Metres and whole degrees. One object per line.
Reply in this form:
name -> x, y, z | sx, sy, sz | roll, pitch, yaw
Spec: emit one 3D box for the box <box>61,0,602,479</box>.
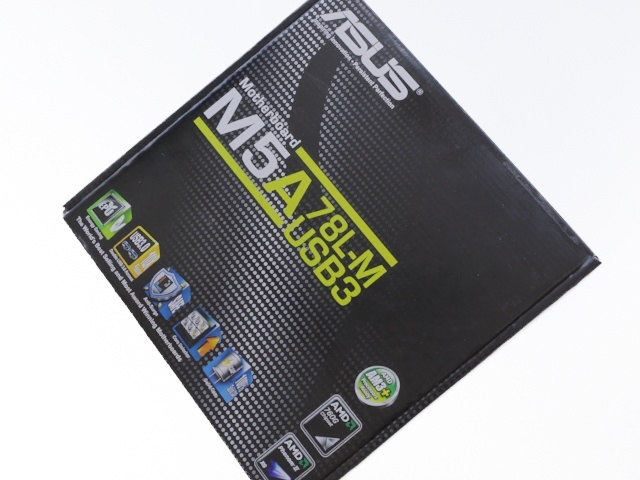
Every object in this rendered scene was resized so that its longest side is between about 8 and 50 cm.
box -> 0.000, 0.000, 0.427 | 0.184, 0.045, 0.191 | -39, -105, 3
